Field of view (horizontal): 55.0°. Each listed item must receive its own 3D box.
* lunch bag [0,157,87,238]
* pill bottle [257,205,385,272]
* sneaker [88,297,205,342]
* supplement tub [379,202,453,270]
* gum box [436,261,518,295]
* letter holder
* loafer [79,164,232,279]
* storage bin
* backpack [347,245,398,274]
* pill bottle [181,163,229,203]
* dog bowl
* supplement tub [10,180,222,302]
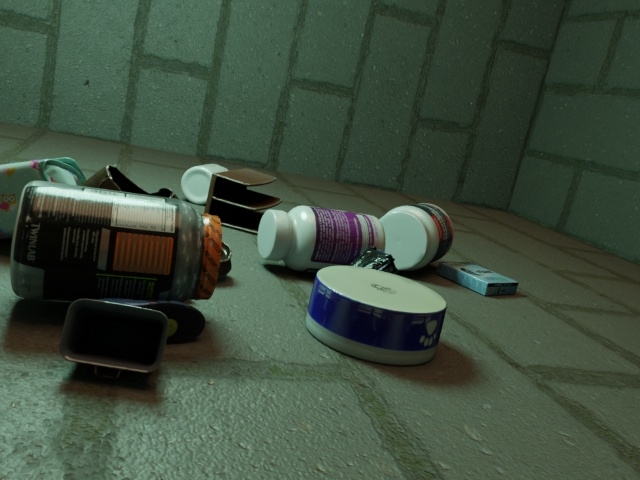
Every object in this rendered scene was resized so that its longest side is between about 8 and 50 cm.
[{"bbox_3d":[-0.628,-0.089,1.317,0.223,0.160,0.262,-9,4,1],"label":"lunch bag"},{"bbox_3d":[0.000,0.000,1.573,0.301,0.169,0.169,7,13,-26],"label":"pill bottle"},{"bbox_3d":[-0.291,0.120,0.985,0.209,0.069,0.082,5,11,-31],"label":"sneaker"},{"bbox_3d":[0.279,-0.012,1.848,0.191,0.191,0.272,18,13,23],"label":"supplement tub"},{"bbox_3d":[0.466,0.111,1.833,0.157,0.041,0.184,1,17,-40],"label":"gum box"},{"bbox_3d":[-0.210,-0.127,1.984,0.214,0.152,0.302,17,13,10],"label":"letter holder"},{"bbox_3d":[-0.330,-0.035,1.289,0.366,0.130,0.134,29,23,-26],"label":"loafer"},{"bbox_3d":[-0.283,0.144,0.865,0.135,0.098,0.091,10,-15,-7],"label":"storage bin"},{"bbox_3d":[0.120,0.084,1.486,0.114,0.084,0.105,-36,29,-15],"label":"backpack"},{"bbox_3d":[-0.395,-0.206,2.191,0.131,0.131,0.229,14,12,7],"label":"pill bottle"},{"bbox_3d":[0.108,0.140,1.206,0.264,0.104,0.265,12,12,-3],"label":"dog bowl"},{"bbox_3d":[-0.337,0.013,1.038,0.316,0.194,0.193,8,13,-20],"label":"supplement tub"}]
